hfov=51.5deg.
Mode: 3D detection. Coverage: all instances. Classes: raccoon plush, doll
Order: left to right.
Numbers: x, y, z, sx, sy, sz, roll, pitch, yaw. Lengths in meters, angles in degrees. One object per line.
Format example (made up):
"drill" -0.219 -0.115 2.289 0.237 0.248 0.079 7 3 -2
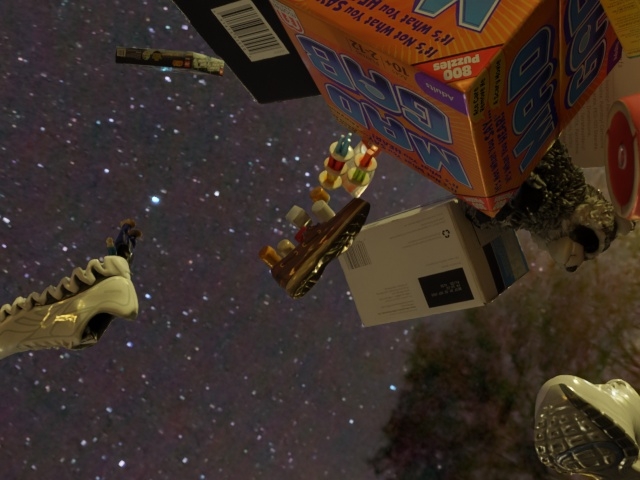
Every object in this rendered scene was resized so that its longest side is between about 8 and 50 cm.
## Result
"doll" -0.473 0.035 1.583 0.129 0.046 0.189 72 -167 -46
"raccoon plush" 0.466 -0.167 1.293 0.298 0.216 0.447 8 -90 -21

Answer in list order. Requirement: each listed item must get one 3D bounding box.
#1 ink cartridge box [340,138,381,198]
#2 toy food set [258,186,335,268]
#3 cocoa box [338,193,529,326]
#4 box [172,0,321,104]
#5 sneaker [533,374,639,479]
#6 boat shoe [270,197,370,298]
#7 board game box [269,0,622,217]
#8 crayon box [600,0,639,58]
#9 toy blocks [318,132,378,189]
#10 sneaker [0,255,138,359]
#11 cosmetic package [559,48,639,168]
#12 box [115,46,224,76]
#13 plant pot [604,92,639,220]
"ink cartridge box" 0.120 -0.203 1.742 0.179 0.045 0.145 -47 -22 4
"toy food set" -0.033 -0.010 1.633 0.232 0.111 0.104 -51 -55 -10
"cocoa box" 0.250 0.035 1.521 0.227 0.347 0.232 -24 -86 -45
"box" -0.089 -0.668 1.572 0.480 0.297 0.472 46 -126 -43
"sneaker" 0.338 0.222 0.802 0.297 0.110 0.130 40 -136 -38
"boat shoe" 0.000 0.000 0.948 0.178 0.060 0.064 -47 -22 -10
"board game box" 0.209 -0.327 1.006 0.356 0.356 0.356 -50 -29 -6
"crayon box" 0.336 -0.258 0.524 0.081 0.278 0.165 -37 -75 -12
"toy blocks" 0.070 -0.174 1.412 0.123 0.054 0.148 -9 -29 -21
"sneaker" -0.438 0.138 1.100 0.292 0.118 0.110 -28 -12 1
"cosmetic package" 0.627 -0.348 1.499 0.329 0.393 0.328 -49 -47 -70
"box" -0.230 -0.274 1.020 0.094 0.136 0.027 -18 -64 -68
"plant pot" 0.600 -0.140 1.054 0.275 0.242 0.275 -4 -90 -79
